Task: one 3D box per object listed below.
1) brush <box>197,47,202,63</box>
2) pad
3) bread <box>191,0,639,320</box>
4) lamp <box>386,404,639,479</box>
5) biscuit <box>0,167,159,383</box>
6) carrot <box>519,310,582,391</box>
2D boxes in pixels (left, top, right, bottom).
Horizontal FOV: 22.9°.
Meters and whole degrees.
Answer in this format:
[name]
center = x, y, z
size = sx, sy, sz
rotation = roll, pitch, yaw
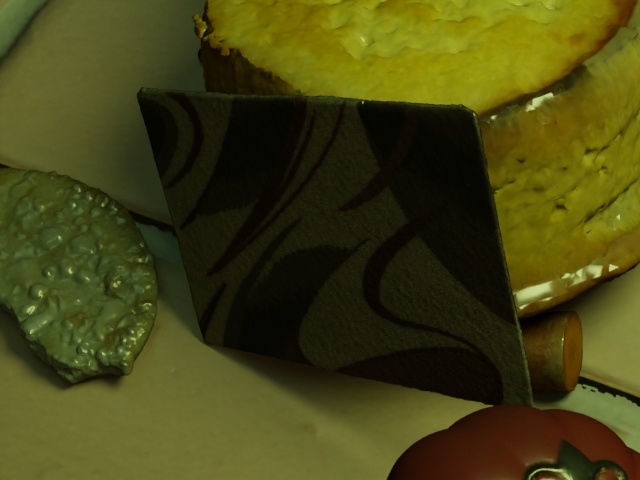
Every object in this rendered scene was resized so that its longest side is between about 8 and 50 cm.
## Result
[brush]
center = -0.079, -0.153, 1.420
size = 0.083, 0.008, 0.024
rotation = 34, 66, 30
[pad]
center = 0.000, 0.000, 1.109
size = 0.330, 0.220, 0.004
rotation = 7, 29, 44
[bread]
center = 0.098, -0.112, 1.215
size = 0.398, 0.215, 0.398
rotation = -5, 43, 5
[lamp]
center = 0.132, 0.214, 0.983
size = 0.227, 0.227, 0.227
rotation = -6, 54, 8
[biscuit]
center = -0.224, 0.010, 1.315
size = 0.141, 0.038, 0.290
rotation = -42, 59, -18
[carrot]
center = 0.089, 0.077, 1.195
size = 0.210, 0.061, 0.061
rotation = 3, 55, 20
